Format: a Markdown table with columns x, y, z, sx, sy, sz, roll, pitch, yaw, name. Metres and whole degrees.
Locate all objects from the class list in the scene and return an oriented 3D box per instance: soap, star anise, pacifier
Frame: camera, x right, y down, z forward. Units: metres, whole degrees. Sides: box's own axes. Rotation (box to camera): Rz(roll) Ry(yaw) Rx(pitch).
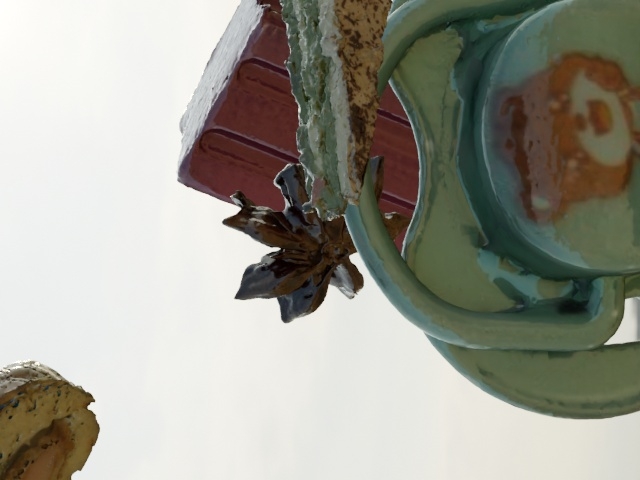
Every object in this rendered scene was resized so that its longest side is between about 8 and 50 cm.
| x | y | z | sx | sy | sz | roll | pitch | yaw | name |
| --- | --- | --- | --- | --- | --- | --- | --- | --- | --- |
| 0.048 | -0.115 | 1.643 | 0.233 | 0.360 | 0.128 | -58 | 21 | 32 | soap |
| 0.000 | -0.001 | 1.220 | 0.057 | 0.168 | 0.168 | -121 | 19 | -56 | star anise |
| 0.140 | -0.047 | 1.023 | 0.269 | 0.288 | 0.343 | 133 | 135 | -75 | pacifier |

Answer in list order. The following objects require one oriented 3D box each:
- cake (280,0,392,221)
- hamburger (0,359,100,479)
| x | y | z | sx | sy | sz | roll | pitch | yaw | name |
| --- | --- | --- | --- | --- | --- | --- | --- | --- | --- |
| 0.002 | -0.079 | 0.738 | 0.055 | 0.051 | 0.140 | 23 | -121 | -28 | cake |
| -0.215 | 0.139 | 0.892 | 0.087 | 0.102 | 0.176 | 22 | -82 | -44 | hamburger |
